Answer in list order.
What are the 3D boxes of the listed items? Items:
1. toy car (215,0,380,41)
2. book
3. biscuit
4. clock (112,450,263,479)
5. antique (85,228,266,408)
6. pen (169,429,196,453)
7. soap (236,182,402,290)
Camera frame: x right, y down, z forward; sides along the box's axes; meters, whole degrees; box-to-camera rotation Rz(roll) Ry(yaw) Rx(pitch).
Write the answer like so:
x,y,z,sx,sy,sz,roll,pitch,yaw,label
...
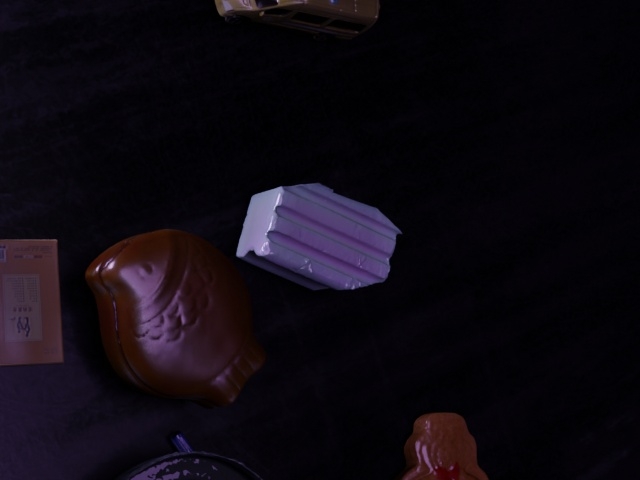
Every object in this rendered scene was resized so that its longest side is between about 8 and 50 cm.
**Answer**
x,y,z,sx,sy,sz,roll,pitch,yaw,label
-0.035,-0.384,2.014,0.257,0.124,0.101,5,79,-35,toy car
-0.407,0.084,1.753,0.118,0.012,0.172,1,82,-34,book
0.197,0.445,2.091,0.202,0.047,0.333,8,77,-33,biscuit
-0.190,0.453,1.794,0.325,0.067,0.325,3,85,-29,clock
-0.207,0.110,1.815,0.278,0.129,0.223,45,60,-21,antique
-0.155,0.359,1.876,0.025,0.025,0.204,-41,105,-32,pen
0.000,0.000,2.000,0.231,0.091,0.145,25,72,-30,soap
